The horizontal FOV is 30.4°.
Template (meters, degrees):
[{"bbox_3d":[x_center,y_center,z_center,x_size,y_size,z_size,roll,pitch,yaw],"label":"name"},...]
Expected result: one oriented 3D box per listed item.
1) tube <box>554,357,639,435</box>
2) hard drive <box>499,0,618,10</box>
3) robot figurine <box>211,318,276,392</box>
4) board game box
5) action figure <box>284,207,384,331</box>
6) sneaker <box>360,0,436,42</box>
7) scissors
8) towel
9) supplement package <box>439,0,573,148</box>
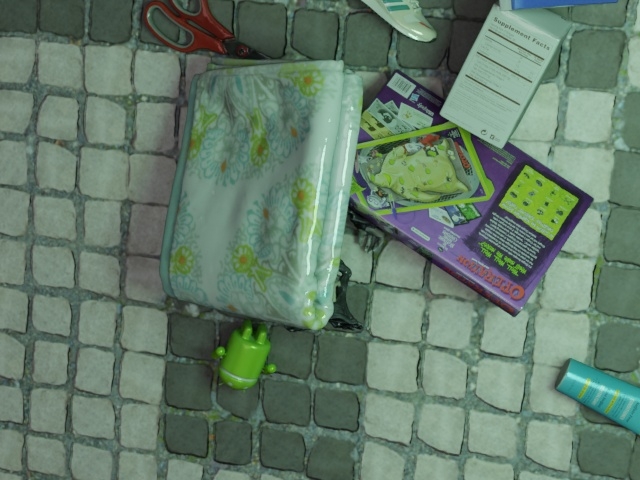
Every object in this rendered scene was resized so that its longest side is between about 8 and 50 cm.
[{"bbox_3d":[0.449,0.241,1.734,0.207,0.052,0.080,25,112,3],"label":"tube"},{"bbox_3d":[0.311,-0.473,1.568,0.040,0.210,0.319,6,104,52],"label":"hard drive"},{"bbox_3d":[-0.120,0.185,1.860,0.101,0.067,0.115,19,105,-13],"label":"robot figurine"},{"bbox_3d":[0.192,-0.071,1.692,0.347,0.056,0.208,35,70,7],"label":"board game box"},{"bbox_3d":[0.000,0.000,1.765,0.164,0.141,0.276,-8,71,24],"label":"action figure"},{"bbox_3d":[0.114,-0.355,1.708,0.161,0.057,0.075,40,113,8],"label":"sneaker"},{"bbox_3d":[-0.139,-0.290,1.809,0.297,0.021,0.109,39,104,4],"label":"scissors"},{"bbox_3d":[-0.092,-0.079,1.691,0.320,0.090,0.374,9,91,47],"label":"towel"},{"bbox_3d":[0.259,-0.240,1.645,0.105,0.105,0.179,30,120,9],"label":"supplement package"}]
